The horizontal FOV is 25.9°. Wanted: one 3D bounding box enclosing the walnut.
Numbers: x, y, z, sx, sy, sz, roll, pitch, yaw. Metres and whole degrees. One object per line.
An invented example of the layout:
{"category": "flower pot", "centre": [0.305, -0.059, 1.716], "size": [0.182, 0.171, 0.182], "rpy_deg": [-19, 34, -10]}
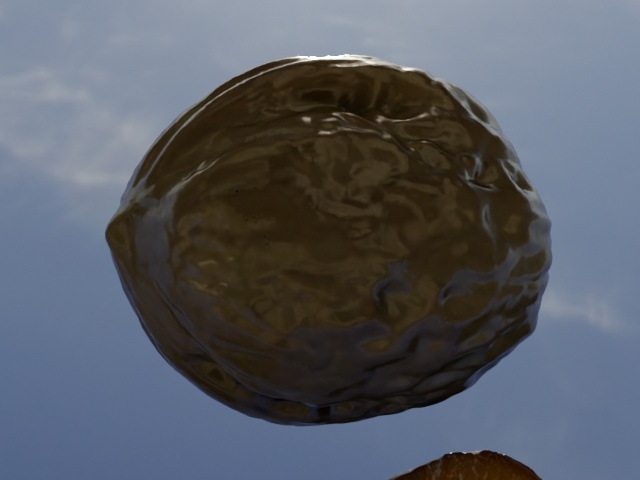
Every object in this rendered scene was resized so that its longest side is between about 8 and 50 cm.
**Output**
{"category": "walnut", "centre": [0.000, 0.000, 0.575], "size": [0.184, 0.155, 0.155], "rpy_deg": [-2, -142, -27]}

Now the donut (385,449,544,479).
{"category": "donut", "centre": [0.077, 0.182, 0.714], "size": [0.152, 0.152, 0.058], "rpy_deg": [47, -169, 37]}
